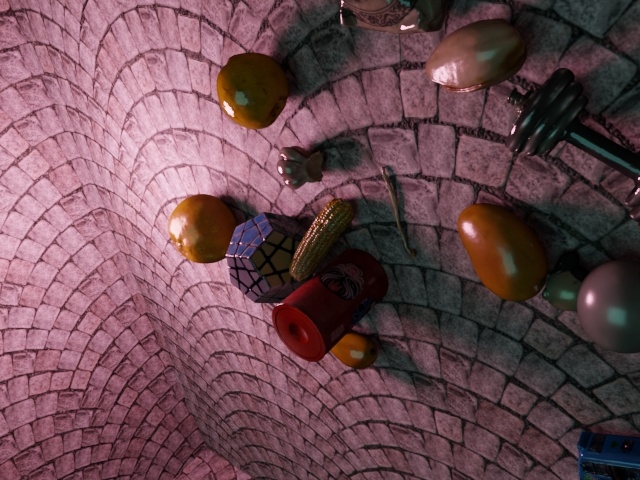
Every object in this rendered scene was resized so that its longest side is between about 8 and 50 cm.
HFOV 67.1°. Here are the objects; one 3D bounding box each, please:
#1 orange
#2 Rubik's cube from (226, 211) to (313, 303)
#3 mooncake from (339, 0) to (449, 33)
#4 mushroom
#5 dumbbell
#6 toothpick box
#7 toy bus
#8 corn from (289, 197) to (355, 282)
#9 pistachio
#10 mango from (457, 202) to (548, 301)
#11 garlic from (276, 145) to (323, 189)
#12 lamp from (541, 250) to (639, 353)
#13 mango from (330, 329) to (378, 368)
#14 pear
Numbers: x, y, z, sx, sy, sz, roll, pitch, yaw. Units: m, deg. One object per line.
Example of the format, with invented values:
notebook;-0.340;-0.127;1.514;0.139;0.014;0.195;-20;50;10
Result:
orange;-0.451;-0.040;1.856;0.279;0.235;0.278;32;138;34
Rubik's cube;-0.160;0.061;1.623;0.319;0.318;0.264;5;147;42
mooncake;0.140;-0.560;0.996;0.255;0.136;0.249;18;125;34
mushroom;0.216;-0.074;1.359;0.028;0.026;0.285;-13;107;31
dumbbell;0.522;-0.164;0.880;0.406;0.179;0.179;39;138;18
toothpick box;0.036;0.188;1.474;0.204;0.333;0.204;25;133;30
toy bus;0.776;0.561;1.202;0.247;0.114;0.134;-13;103;46
corn;0.000;0.000;1.463;0.101;0.101;0.291;35;98;21
pistachio;0.310;-0.364;0.968;0.215;0.144;0.143;-2;117;58
mango;0.428;0.022;1.130;0.254;0.139;0.175;59;146;3
garlic;-0.085;-0.237;1.466;0.194;0.127;0.131;40;146;46
lamp;0.607;0.129;1.020;0.244;0.198;0.197;29;139;59
mango;0.096;0.379;1.724;0.254;0.113;0.138;17;136;40
pear;-0.195;-0.427;1.364;0.209;0.209;0.208;24;132;30
